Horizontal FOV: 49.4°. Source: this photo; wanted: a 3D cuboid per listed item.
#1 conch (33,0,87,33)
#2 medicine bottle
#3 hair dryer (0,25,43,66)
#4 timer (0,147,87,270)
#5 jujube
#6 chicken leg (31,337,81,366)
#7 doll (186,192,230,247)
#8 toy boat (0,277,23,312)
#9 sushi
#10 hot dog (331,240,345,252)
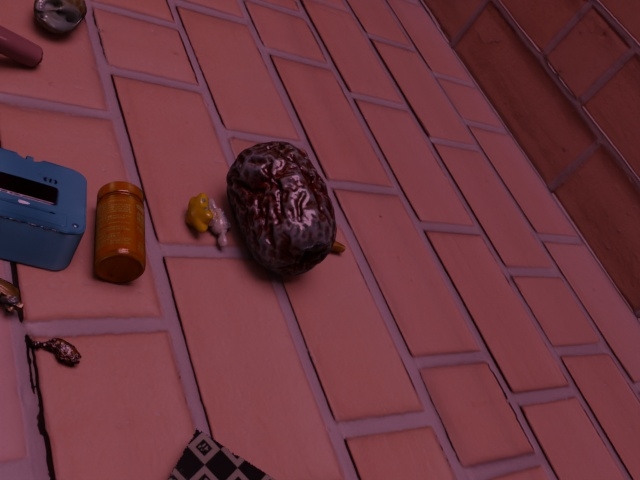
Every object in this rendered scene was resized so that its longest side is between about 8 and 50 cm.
[{"bbox_3d":[-0.646,-0.574,1.720,0.116,0.106,0.172,31,52,-24],"label":"conch"},{"bbox_3d":[-0.392,-0.017,1.361,0.096,0.096,0.191,15,43,-29],"label":"medicine bottle"},{"bbox_3d":[-0.735,-0.427,1.462,0.125,0.210,0.352,59,17,22],"label":"hair dryer"},{"bbox_3d":[-0.567,-0.073,1.313,0.232,0.091,0.250,17,31,-26],"label":"timer"},{"bbox_3d":[-0.086,-0.073,1.578,0.226,0.226,0.317,2,48,-39],"label":"jujube"},{"bbox_3d":[-0.443,0.184,1.174,0.083,0.021,0.036,31,47,-9],"label":"chicken leg"},{"bbox_3d":[-0.244,-0.041,1.548,0.135,0.071,0.113,58,22,13],"label":"doll"},{"bbox_3d":[-0.566,0.081,1.156,0.149,0.047,0.048,24,53,-16],"label":"toy boat"},{"bbox_3d":[-0.183,0.460,1.090,0.193,0.043,0.279,35,37,-5],"label":"sushi"},{"bbox_3d":[0.000,0.001,1.726,0.137,0.028,0.044,24,14,-23],"label":"hot dog"}]
